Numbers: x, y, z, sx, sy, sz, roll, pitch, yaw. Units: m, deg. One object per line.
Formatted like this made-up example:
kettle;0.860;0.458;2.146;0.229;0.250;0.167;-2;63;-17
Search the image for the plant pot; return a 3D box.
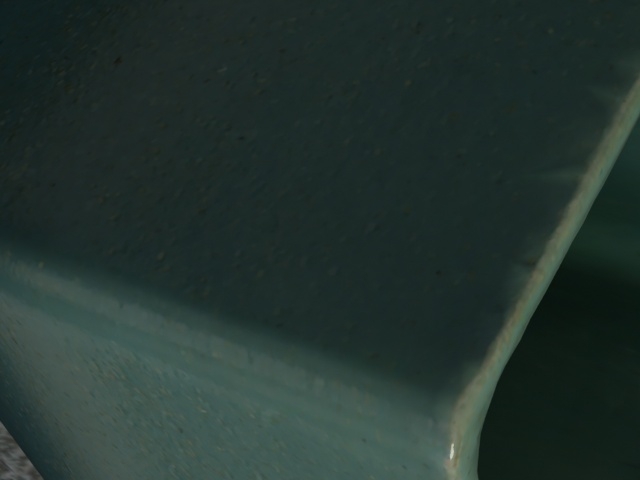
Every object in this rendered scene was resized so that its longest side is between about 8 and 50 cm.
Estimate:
plant pot;0.000;0.000;0.602;0.252;0.247;0.247;17;147;25
